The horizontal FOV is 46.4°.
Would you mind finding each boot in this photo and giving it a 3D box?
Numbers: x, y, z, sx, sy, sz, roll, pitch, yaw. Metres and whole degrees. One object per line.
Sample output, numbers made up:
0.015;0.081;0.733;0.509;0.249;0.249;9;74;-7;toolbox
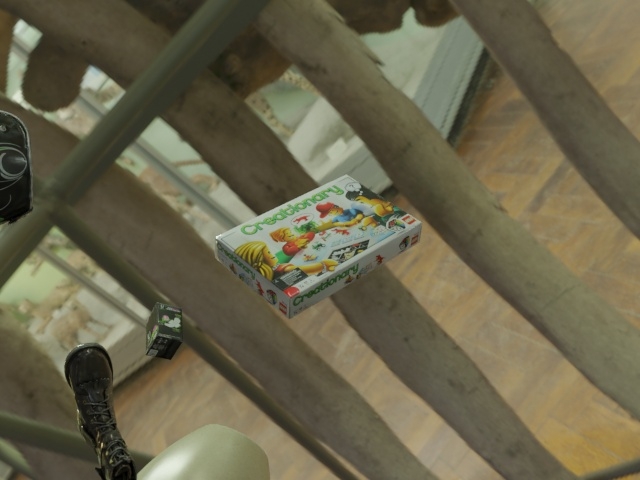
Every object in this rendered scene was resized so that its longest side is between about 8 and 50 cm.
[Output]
-0.398;0.346;1.399;0.091;0.263;0.229;-15;33;-26;boot

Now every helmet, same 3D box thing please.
-0.470;-0.096;0.982;0.169;0.161;0.169;17;109;61;helmet

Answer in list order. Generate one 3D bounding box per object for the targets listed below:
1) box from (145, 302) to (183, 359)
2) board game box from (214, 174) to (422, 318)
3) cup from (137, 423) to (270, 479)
-0.294;0.170;1.403;0.062;0.052;0.083;-54;32;34;box
0.000;0.000;1.269;0.305;0.053;0.193;-28;48;-34;board game box
-0.237;0.542;1.610;0.331;0.331;0.237;-28;25;48;cup
